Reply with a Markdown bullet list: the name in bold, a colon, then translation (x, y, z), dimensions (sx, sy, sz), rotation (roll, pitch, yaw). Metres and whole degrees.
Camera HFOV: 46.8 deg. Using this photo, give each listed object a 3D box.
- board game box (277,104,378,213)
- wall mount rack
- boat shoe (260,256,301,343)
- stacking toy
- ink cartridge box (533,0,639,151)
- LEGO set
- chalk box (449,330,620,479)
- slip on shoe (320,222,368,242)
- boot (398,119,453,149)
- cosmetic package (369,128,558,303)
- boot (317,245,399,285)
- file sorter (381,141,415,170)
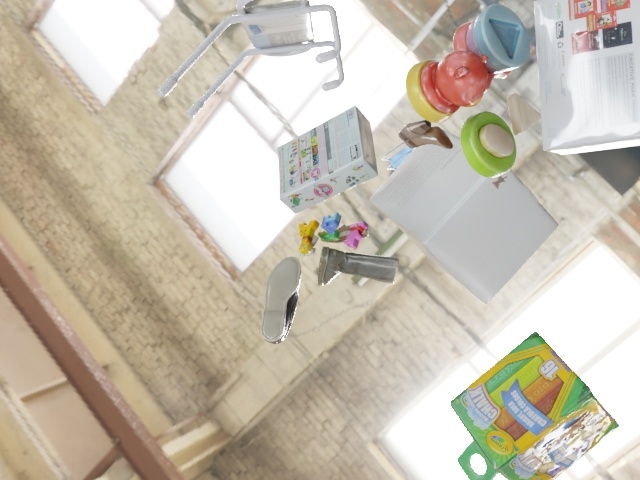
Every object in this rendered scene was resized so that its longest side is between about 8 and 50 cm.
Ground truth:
- **board game box**: translation (0.015, -0.246, 2.273), dimensions (0.097, 0.303, 0.224), rotation (41, -145, -44)
- **wall mount rack**: translation (-0.114, -0.312, 1.279), dimensions (0.350, 0.304, 0.131), rotation (27, -125, -87)
- **boat shoe**: translation (-0.087, 0.138, 1.692), dimensions (0.075, 0.206, 0.065), rotation (7, 158, 16)
- **stacking toy**: translation (0.341, -0.291, 1.411), dimensions (0.279, 0.130, 0.309), rotation (50, -124, -13)
- **ink cartridge box**: translation (0.582, -0.341, 1.463), dimensions (0.130, 0.271, 0.310), rotation (-2, -91, -53)
- **LEGO set**: translation (0.000, 0.000, 1.875), dimensions (0.087, 0.227, 0.093), rotation (38, -126, -33)
- **chalk box**: translation (0.382, 0.355, 1.418), dimensions (0.179, 0.289, 0.180), rotation (45, -175, -39)
- **slip on shoe**: translation (0.064, -0.023, 2.027), dimensions (0.051, 0.135, 0.041), rotation (35, -131, -64)
- **boot**: translation (0.250, -0.244, 1.782), dimensions (0.118, 0.087, 0.042), rotation (39, -132, -23)
- **cosmetic package**: translation (0.424, -0.088, 2.252), dimensions (0.329, 0.327, 0.394), rotation (41, -177, -29)
- **boot**: translation (0.099, 0.081, 1.993), dimensions (0.208, 0.190, 0.076), rotation (5, -113, -3)
- **file sorter**: translation (0.311, -0.251, 2.612), dimensions (0.104, 0.118, 0.170), rotation (-7, -115, -61)
